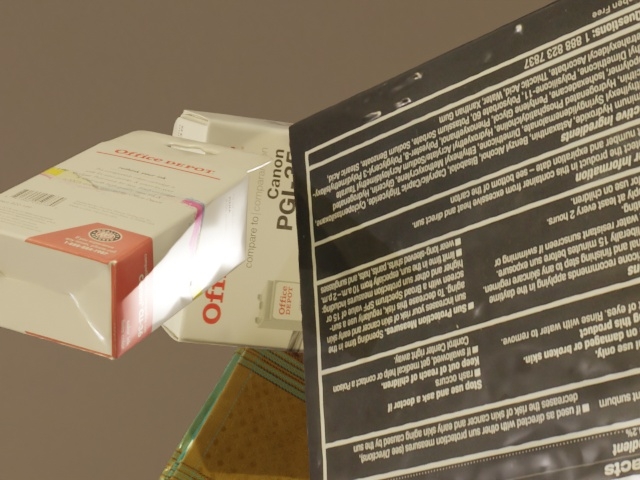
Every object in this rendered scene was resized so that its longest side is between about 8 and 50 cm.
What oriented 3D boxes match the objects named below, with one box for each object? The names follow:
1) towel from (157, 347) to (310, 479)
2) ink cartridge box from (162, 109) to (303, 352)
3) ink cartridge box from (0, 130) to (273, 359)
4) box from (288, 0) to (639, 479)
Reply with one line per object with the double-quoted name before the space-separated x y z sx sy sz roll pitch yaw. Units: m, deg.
"towel" -0.025 0.267 1.391 0.271 0.370 0.040 34 -21 -11
"ink cartridge box" 0.000 0.000 1.298 0.283 0.117 0.207 6 -83 -19
"ink cartridge box" -0.121 -0.006 0.868 0.115 0.198 0.067 14 -64 23
"box" 0.146 0.041 0.824 0.182 0.294 0.296 16 -26 -42
